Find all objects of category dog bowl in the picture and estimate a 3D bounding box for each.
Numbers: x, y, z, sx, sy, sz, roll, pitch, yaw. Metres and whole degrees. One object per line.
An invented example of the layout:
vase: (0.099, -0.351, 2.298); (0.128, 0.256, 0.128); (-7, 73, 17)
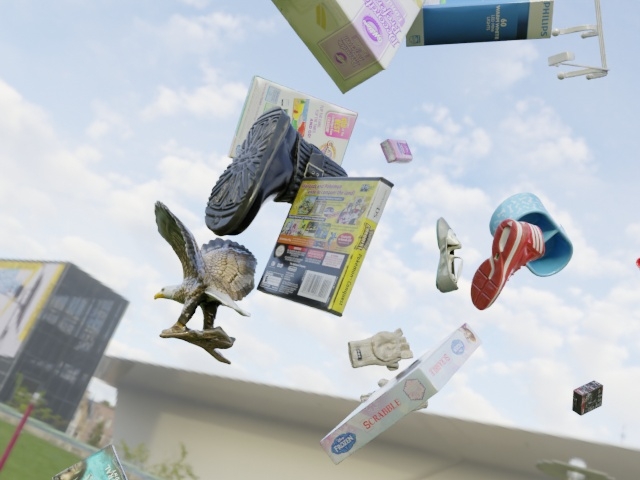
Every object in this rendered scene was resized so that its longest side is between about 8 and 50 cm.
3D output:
dog bowl: (0.597, -0.006, 1.903); (0.166, 0.074, 0.297); (-42, -57, 12)

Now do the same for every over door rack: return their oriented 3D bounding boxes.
over door rack: (0.589, -0.518, 1.630); (0.108, 0.240, 0.324); (-7, 0, 39)

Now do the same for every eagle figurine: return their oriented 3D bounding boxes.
eagle figurine: (-0.242, 0.069, 1.366); (0.225, 0.299, 0.226); (5, -29, -4)

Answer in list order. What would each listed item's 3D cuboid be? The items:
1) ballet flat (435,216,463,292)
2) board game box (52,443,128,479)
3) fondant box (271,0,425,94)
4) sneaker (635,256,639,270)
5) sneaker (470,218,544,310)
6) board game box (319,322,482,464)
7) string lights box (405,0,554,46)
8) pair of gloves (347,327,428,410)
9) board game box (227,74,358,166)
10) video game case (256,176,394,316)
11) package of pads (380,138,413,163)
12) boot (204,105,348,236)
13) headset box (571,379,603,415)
ballet flat: (0.339, 0.035, 1.772); (0.068, 0.213, 0.072); (-9, -28, 30)
board game box: (-0.421, 0.505, 1.303); (0.186, 0.126, 0.026); (55, -15, 26)
fondant box: (0.051, -0.423, 1.068); (0.096, 0.330, 0.238); (-19, -59, 42)
sneaker: (0.860, 0.057, 1.747); (0.094, 0.082, 0.208); (9, 2, 23)
sneaker: (0.425, 0.062, 1.504); (0.128, 0.087, 0.221); (6, -60, -28)
board game box: (0.187, 0.338, 1.532); (0.318, 0.318, 0.066); (-44, -101, 28)
string lights box: (0.288, -0.428, 1.264); (0.259, 0.133, 0.077); (0, -50, 10)
pair of gloves: (0.179, 0.367, 1.841); (0.204, 0.240, 0.042); (-13, -8, -29)
board game box: (-0.078, -0.300, 1.941); (0.316, 0.242, 0.064); (18, 3, -15)
video game case: (0.000, 0.000, 1.258); (0.035, 0.248, 0.274); (27, -10, -30)
package of pads: (0.164, -0.191, 1.469); (0.032, 0.050, 0.083); (-25, -9, 32)
boot: (-0.080, -0.096, 1.501); (0.131, 0.348, 0.260); (-4, -40, 46)
headset box: (0.657, 0.390, 1.683); (0.032, 0.083, 0.062); (31, -48, 57)
